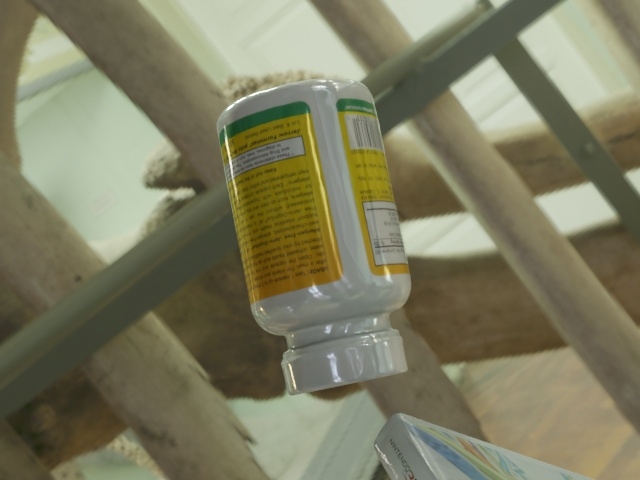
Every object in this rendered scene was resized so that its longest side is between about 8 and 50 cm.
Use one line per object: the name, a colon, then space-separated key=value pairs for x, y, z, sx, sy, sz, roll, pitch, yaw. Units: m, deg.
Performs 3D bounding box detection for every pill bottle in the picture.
pill bottle: x=0.000 y=0.000 z=0.752 sx=0.117 sy=0.209 sz=0.117 roll=-12 pitch=-7 yaw=-2

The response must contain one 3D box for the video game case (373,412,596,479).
video game case: x=0.216 y=0.243 z=0.630 sx=0.036 sy=0.328 sz=0.300 roll=-59 pitch=30 yaw=15
